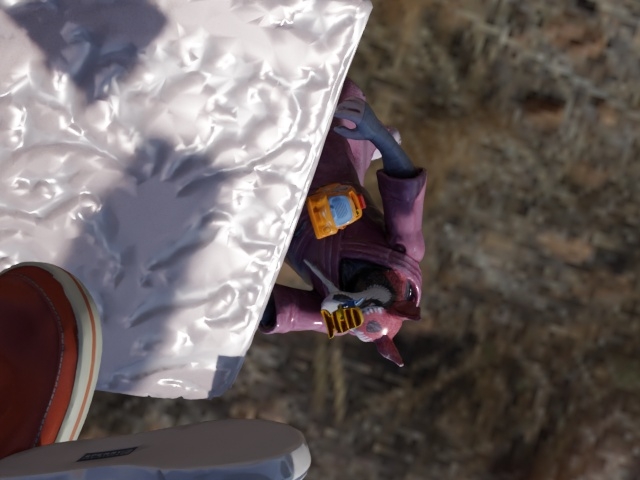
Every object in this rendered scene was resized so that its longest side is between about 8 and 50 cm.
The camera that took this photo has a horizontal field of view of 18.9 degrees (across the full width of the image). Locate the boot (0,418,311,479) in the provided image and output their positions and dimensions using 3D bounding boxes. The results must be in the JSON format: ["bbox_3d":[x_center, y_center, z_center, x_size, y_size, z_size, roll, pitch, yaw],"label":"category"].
[{"bbox_3d":[-0.078,0.142,0.954,0.190,0.069,0.086,-8,102,34],"label":"boot"}]

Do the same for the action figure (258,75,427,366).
[{"bbox_3d":[0.000,0.000,1.833,0.276,0.248,0.370,42,-169,-50],"label":"action figure"}]

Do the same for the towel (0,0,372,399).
[{"bbox_3d":[-0.169,-0.044,1.139,0.332,0.053,0.317,8,122,-22],"label":"towel"}]

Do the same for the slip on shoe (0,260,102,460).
[{"bbox_3d":[-0.244,0.139,1.018,0.123,0.331,0.101,39,170,31],"label":"slip on shoe"}]

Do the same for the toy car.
[{"bbox_3d":[0.021,0.011,1.463,0.040,0.122,0.060,-14,172,20],"label":"toy car"}]
